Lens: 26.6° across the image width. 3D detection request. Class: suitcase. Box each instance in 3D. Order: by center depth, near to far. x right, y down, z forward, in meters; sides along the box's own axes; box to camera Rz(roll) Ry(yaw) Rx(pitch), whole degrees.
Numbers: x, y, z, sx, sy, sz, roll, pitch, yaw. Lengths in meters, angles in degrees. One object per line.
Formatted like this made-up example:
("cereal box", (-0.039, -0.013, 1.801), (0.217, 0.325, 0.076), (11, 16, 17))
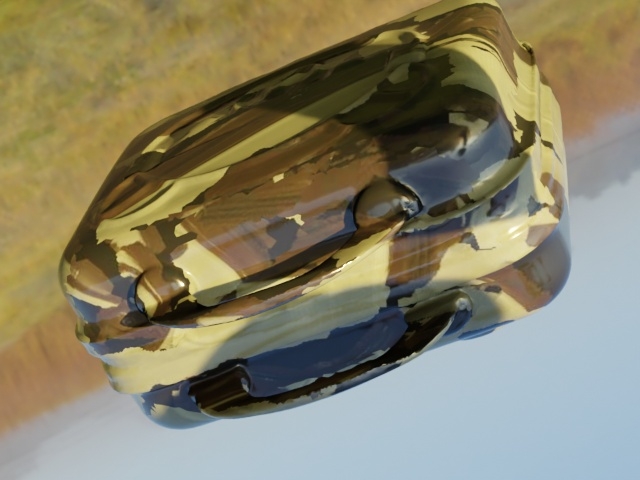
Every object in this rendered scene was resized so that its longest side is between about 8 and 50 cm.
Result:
("suitcase", (0.000, 0.000, 0.940), (0.351, 0.194, 0.339), (-21, -156, 18))
